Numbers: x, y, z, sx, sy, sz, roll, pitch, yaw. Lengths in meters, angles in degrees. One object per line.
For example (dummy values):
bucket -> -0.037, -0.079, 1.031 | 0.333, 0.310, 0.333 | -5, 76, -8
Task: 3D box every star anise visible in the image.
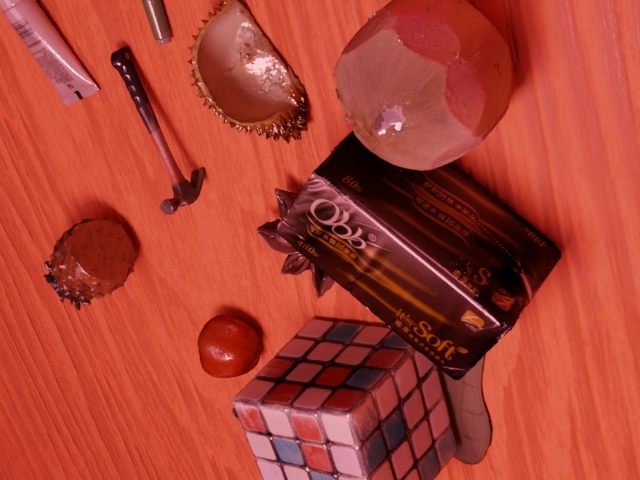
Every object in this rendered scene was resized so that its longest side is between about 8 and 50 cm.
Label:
star anise -> -0.013, -0.010, 1.907 | 0.197, 0.073, 0.212 | 49, 134, -9

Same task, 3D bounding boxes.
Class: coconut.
coconut -> 0.131, -0.210, 1.532 | 0.227, 0.230, 0.227 | 20, 131, 25

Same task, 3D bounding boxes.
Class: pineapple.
pineapple -> -0.467, 0.051, 2.264 | 0.158, 0.158, 0.278 | 52, 148, -7

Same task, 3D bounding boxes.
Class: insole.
insole -> 0.238, 0.252, 1.959 | 0.119, 0.009, 0.349 | 18, 131, 27

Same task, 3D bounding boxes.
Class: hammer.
hammer -> -0.283, -0.191, 1.967 | 0.033, 0.111, 0.288 | -17, 102, 40

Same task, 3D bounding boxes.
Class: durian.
durian -> -0.118, -0.247, 1.792 | 0.139, 0.144, 0.252 | -35, 93, 24

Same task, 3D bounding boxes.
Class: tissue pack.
tissue pack -> 0.138, 0.002, 1.712 | 0.370, 0.210, 0.198 | 39, 142, 5

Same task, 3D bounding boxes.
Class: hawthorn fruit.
hawthorn fruit -> -0.170, 0.201, 2.158 | 0.128, 0.128, 0.128 | 20, 131, 24

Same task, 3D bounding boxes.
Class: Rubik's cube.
Rubik's cube -> 0.048, 0.309, 1.964 | 0.253, 0.256, 0.259 | 5, 123, 37

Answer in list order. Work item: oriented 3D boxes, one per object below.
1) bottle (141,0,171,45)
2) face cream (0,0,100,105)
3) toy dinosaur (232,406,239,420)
bottle -> -0.263, -0.357, 1.865 | 0.030, 0.030, 0.083 | 7, 126, 33
face cream -> -0.484, -0.349, 2.025 | 0.092, 0.058, 0.244 | -15, 117, 36
toy dinosaur -> -0.016, 0.413, 2.230 | 0.362, 0.076, 0.147 | 10, 107, 30
